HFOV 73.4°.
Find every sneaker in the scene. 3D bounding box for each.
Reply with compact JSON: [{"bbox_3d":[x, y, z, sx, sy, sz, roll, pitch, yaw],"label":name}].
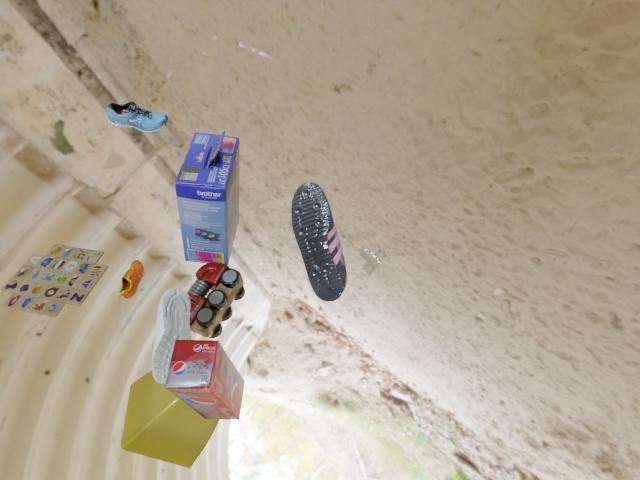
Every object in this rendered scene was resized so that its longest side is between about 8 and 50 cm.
[{"bbox_3d":[-0.733,0.142,1.667,0.067,0.064,0.174,66,-166,-48],"label":"sneaker"},{"bbox_3d":[0.000,0.000,1.170,0.131,0.112,0.318,-30,-70,-75],"label":"sneaker"},{"bbox_3d":[-0.515,-0.351,1.205,0.162,0.063,0.073,1,150,-16],"label":"sneaker"},{"bbox_3d":[-0.378,0.237,1.079,0.090,0.234,0.095,13,170,-35],"label":"sneaker"}]

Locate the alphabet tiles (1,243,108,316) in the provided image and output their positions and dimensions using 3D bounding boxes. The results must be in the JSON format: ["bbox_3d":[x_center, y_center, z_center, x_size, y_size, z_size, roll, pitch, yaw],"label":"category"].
[{"bbox_3d":[-0.948,0.135,1.533,0.343,0.284,0.011,7,141,15],"label":"alphabet tiles"}]

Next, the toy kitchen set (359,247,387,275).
[{"bbox_3d":[0.160,0.053,1.356,0.068,0.083,0.075,42,-163,6],"label":"toy kitchen set"}]

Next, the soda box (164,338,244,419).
[{"bbox_3d":[-0.223,0.289,0.869,0.084,0.092,0.263,1,146,3],"label":"soda box"}]

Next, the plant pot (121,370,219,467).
[{"bbox_3d":[-0.388,0.457,1.189,0.212,0.187,0.212,36,-163,-31],"label":"plant pot"}]

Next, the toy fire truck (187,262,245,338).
[{"bbox_3d":[-0.389,0.173,1.358,0.247,0.216,0.158,20,150,14],"label":"toy fire truck"}]

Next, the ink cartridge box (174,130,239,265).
[{"bbox_3d":[-0.343,-0.150,1.345,0.151,0.269,0.395,5,135,-4],"label":"ink cartridge box"}]
